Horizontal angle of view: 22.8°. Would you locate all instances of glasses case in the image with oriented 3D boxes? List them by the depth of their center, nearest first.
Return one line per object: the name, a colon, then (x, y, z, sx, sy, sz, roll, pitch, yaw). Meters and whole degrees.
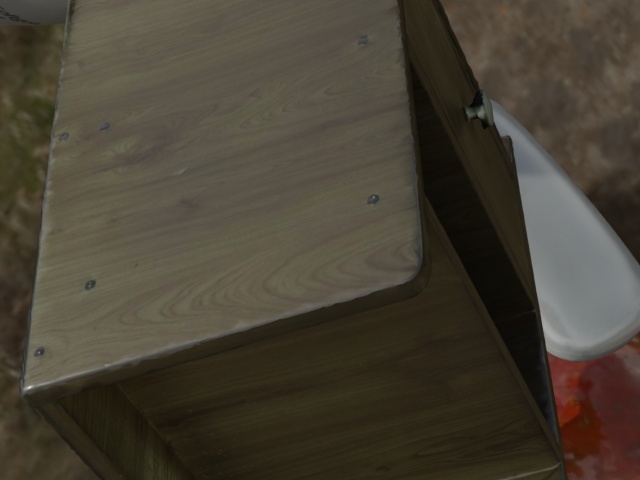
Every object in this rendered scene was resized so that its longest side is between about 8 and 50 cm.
glasses case: (0.121, -0.011, 0.954, 0.076, 0.049, 0.197, -29, 61, -15)

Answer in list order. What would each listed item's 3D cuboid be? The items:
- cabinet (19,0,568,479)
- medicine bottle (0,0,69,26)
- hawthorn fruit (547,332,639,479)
cabinet: (0.000, 0.000, 0.613, 0.148, 0.175, 0.215, -16, 46, 15)
medicine bottle: (-0.072, -0.193, 0.809, 0.288, 0.157, 0.157, 3, 65, 38)
hawthorn fruit: (0.231, 0.200, 1.166, 0.298, 0.277, 0.277, 24, 79, 26)
